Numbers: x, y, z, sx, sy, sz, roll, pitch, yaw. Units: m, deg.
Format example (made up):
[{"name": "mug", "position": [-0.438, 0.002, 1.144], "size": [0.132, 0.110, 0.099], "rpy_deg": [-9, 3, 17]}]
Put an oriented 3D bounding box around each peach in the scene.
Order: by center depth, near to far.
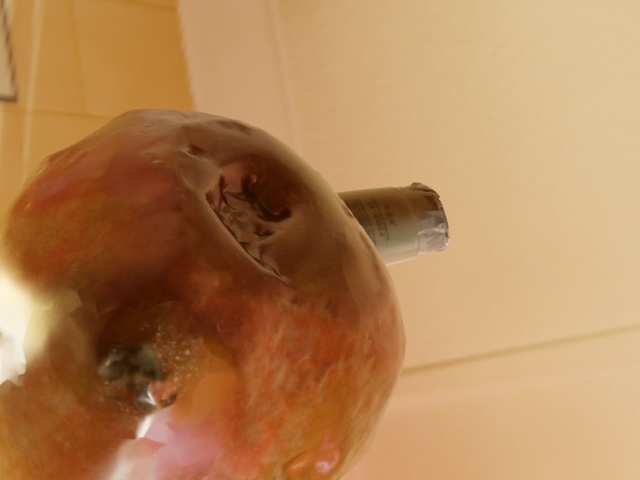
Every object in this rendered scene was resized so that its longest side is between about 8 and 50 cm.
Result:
[{"name": "peach", "position": [-0.069, 0.049, 0.729], "size": [0.214, 0.235, 0.214], "rpy_deg": [1, -81, 6]}]

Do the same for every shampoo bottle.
[{"name": "shampoo bottle", "position": [0.000, 0.000, 1.216], "size": [0.072, 0.212, 0.049], "rpy_deg": [70, -27, 23]}]
